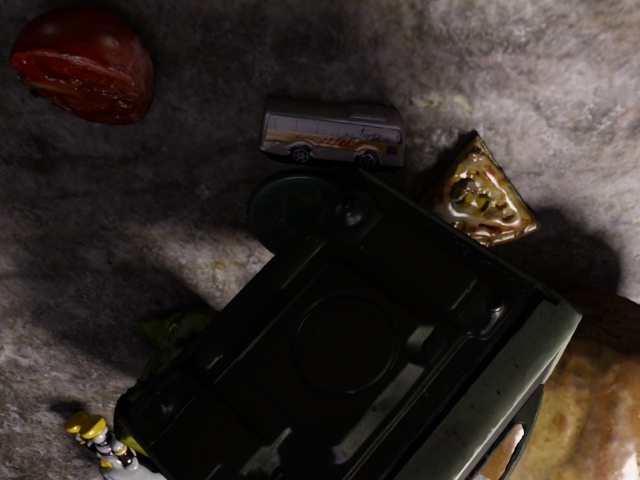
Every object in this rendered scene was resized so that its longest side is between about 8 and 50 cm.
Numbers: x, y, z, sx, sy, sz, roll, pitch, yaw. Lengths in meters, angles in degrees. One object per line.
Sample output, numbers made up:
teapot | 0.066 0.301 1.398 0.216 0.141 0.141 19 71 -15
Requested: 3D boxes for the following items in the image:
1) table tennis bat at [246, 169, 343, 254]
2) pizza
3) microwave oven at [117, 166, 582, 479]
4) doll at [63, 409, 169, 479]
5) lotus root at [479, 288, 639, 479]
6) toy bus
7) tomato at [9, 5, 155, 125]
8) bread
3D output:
table tennis bat | 0.000 0.000 0.972 0.149 0.038 0.237 -23 126 21
pizza | 0.204 -0.053 0.916 0.184 0.036 0.176 5 133 -4
microwave oven | 0.041 0.168 0.792 0.394 0.333 0.247 -47 151 -11
doll | -0.350 0.428 1.337 0.145 0.103 0.316 -15 126 20
lotus root | 0.342 0.186 1.006 0.316 0.316 0.250 2 119 -1
toy bus | 0.015 -0.125 0.839 0.172 0.057 0.072 4 126 -4
tomato | -0.243 -0.193 0.760 0.139 0.091 0.159 7 161 7
bread | -0.127 0.264 1.097 0.251 0.208 0.376 -20 130 42
